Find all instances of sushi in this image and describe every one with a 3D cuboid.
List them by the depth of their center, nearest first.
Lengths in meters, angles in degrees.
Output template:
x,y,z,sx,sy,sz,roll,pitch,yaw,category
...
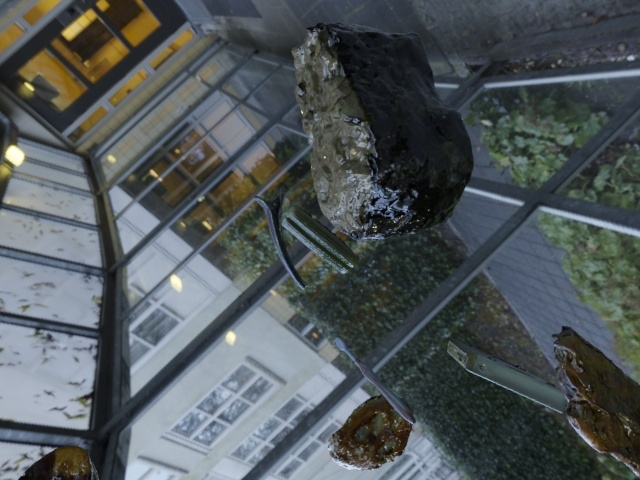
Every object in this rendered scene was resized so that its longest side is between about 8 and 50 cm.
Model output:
x,y,z,sx,sy,sz,roll,pitch,yaw,category
0.063,-0.162,0.623,0.211,0.170,0.350,119,143,-51,sushi

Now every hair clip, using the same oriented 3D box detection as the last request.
x,y,z,sx,sy,sz,roll,pitch,yaw,category
-0.098,0.005,1.165,0.048,0.083,0.275,9,117,62,hair clip

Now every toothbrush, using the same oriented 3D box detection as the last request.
x,y,z,sx,sy,sz,roll,pitch,yaw,category
0.070,0.185,0.607,0.019,0.013,0.193,36,180,-33,toothbrush

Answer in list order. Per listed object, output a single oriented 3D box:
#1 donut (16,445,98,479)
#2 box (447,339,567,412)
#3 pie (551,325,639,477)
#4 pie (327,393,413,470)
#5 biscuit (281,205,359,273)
x,y,z,sx,sy,sz,roll,pitch,yaw,category
-0.434,0.414,0.723,0.140,0.140,0.059,44,150,43,donut
0.383,0.275,0.940,0.210,0.045,0.270,22,176,13,box
0.235,0.134,0.346,0.169,0.092,0.034,35,139,-17,pie
0.162,0.581,1.344,0.308,0.308,0.085,49,173,-33,pie
0.000,0.000,1.556,0.322,0.099,0.038,39,-160,-19,biscuit
